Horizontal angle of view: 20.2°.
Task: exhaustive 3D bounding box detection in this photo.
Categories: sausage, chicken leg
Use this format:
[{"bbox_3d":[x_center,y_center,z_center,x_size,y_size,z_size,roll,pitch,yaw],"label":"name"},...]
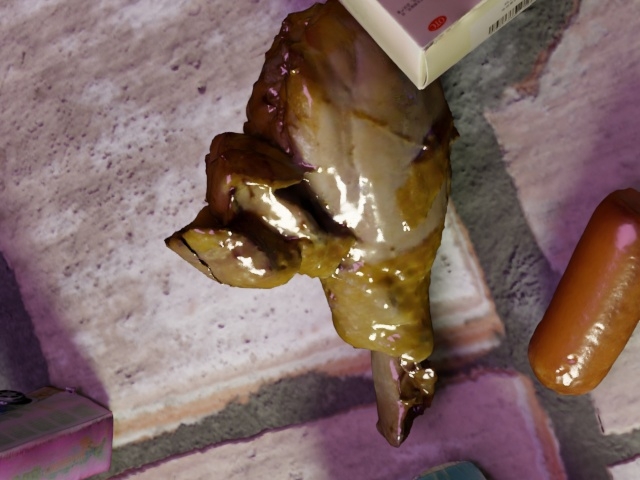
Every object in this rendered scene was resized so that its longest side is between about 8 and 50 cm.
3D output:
[{"bbox_3d":[0.237,0.048,1.519,0.076,0.076,0.197,34,117,21],"label":"sausage"},{"bbox_3d":[0.000,0.000,1.560,0.182,0.295,0.409,10,118,48],"label":"chicken leg"}]

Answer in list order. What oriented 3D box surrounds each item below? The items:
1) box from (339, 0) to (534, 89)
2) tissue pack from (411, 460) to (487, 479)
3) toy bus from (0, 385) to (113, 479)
[{"bbox_3d":[0.110,-0.255,1.461,0.212,0.095,0.168,-39,74,-8],"label":"box"},{"bbox_3d":[0.132,0.356,1.609,0.271,0.124,0.201,52,122,18],"label":"tissue pack"},{"bbox_3d":[-0.322,0.212,1.772,0.112,0.274,0.090,11,103,29],"label":"toy bus"}]
